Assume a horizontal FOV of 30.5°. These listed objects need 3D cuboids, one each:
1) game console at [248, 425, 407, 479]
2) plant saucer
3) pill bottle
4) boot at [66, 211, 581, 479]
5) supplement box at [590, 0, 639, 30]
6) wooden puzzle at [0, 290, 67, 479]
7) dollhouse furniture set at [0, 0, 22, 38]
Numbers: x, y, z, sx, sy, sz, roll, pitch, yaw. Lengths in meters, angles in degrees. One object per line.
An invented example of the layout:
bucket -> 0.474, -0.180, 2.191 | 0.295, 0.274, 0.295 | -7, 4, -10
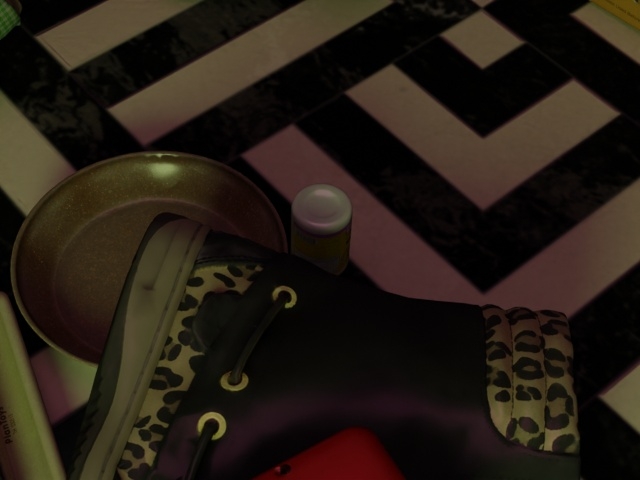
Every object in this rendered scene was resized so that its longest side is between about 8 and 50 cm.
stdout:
game console -> -0.004, 0.189, 0.601 | 0.144, 0.124, 0.085 | -26, 27, -16
plant saucer -> -0.123, 0.019, 0.856 | 0.198, 0.036, 0.199 | 1, 54, -1
pill bottle -> 0.000, 0.000, 0.844 | 0.043, 0.083, 0.043 | 1, 53, -2
boot -> -0.002, 0.171, 0.684 | 0.284, 0.138, 0.377 | 9, 57, -1
supplement box -> 0.334, -0.205, 1.014 | 0.233, 0.078, 0.080 | 37, 60, 23
wooden puzzle -> -0.293, 0.146, 0.749 | 0.238, 0.044, 0.221 | -18, 56, -15
dollhouse furniture set -> -0.364, -0.185, 0.803 | 0.197, 0.301, 0.151 | -45, 30, -2
